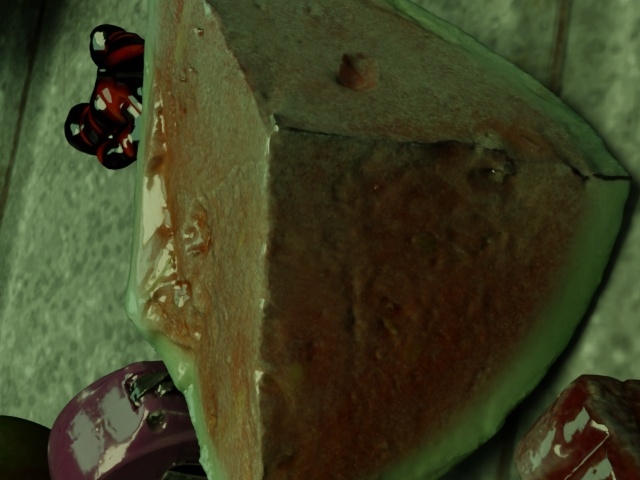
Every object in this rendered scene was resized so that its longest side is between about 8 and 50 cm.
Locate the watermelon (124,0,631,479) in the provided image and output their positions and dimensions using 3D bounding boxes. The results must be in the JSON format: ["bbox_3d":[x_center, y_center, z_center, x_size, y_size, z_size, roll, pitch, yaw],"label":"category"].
[{"bbox_3d":[0.000,0.000,0.605,0.256,0.176,0.260,17,109,21],"label":"watermelon"}]

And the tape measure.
[{"bbox_3d":[-0.082,0.116,0.695,0.125,0.118,0.074,-55,44,23],"label":"tape measure"}]

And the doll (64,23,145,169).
[{"bbox_3d":[-0.076,-0.097,0.788,0.249,0.088,0.127,-1,97,54],"label":"doll"}]

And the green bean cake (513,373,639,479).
[{"bbox_3d":[0.143,0.116,0.452,0.056,0.136,0.135,-55,42,27],"label":"green bean cake"}]

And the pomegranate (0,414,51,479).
[{"bbox_3d":[-0.233,0.187,0.756,0.180,0.210,0.179,-9,79,57],"label":"pomegranate"}]
